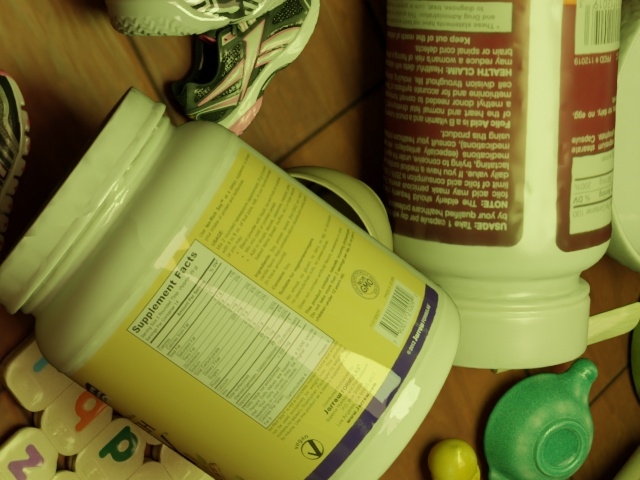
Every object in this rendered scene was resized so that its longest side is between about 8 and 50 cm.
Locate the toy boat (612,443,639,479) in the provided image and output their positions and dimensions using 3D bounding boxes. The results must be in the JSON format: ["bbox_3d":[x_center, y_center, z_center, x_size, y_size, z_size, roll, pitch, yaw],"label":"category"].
[{"bbox_3d":[0.389,0.338,1.830,0.231,0.151,0.151,-42,147,-40],"label":"toy boat"}]

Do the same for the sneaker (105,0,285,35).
[{"bbox_3d":[-0.063,-0.323,1.385,0.366,0.137,0.210,-36,119,-34],"label":"sneaker"}]

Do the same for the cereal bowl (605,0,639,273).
[{"bbox_3d":[0.374,-0.129,1.764,0.339,0.141,0.339,-9,104,-38],"label":"cereal bowl"}]

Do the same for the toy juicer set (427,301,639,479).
[{"bbox_3d":[0.208,0.206,1.744,0.209,0.089,0.329,6,104,-26],"label":"toy juicer set"}]

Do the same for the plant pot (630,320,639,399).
[{"bbox_3d":[0.555,0.139,1.827,0.366,0.353,0.366,-10,106,-37],"label":"plant pot"}]

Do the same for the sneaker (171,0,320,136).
[{"bbox_3d":[-0.068,-0.177,1.448,0.077,0.072,0.178,38,74,-35],"label":"sneaker"}]

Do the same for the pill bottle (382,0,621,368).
[{"bbox_3d":[0.171,-0.089,1.558,0.224,0.224,0.392,-7,104,-37],"label":"pill bottle"}]

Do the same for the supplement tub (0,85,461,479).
[{"bbox_3d":[-0.080,0.053,1.318,0.331,0.241,0.241,36,75,-9],"label":"supplement tub"}]

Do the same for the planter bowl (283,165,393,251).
[{"bbox_3d":[0.000,0.000,1.498,0.109,0.162,0.162,-38,125,-59],"label":"planter bowl"}]

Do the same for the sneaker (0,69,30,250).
[{"bbox_3d":[-0.286,-0.056,1.302,0.075,0.063,0.170,6,100,-45],"label":"sneaker"}]

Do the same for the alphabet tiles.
[{"bbox_3d":[-0.170,0.172,1.469,0.278,0.021,0.284,-45,123,-23],"label":"alphabet tiles"}]
